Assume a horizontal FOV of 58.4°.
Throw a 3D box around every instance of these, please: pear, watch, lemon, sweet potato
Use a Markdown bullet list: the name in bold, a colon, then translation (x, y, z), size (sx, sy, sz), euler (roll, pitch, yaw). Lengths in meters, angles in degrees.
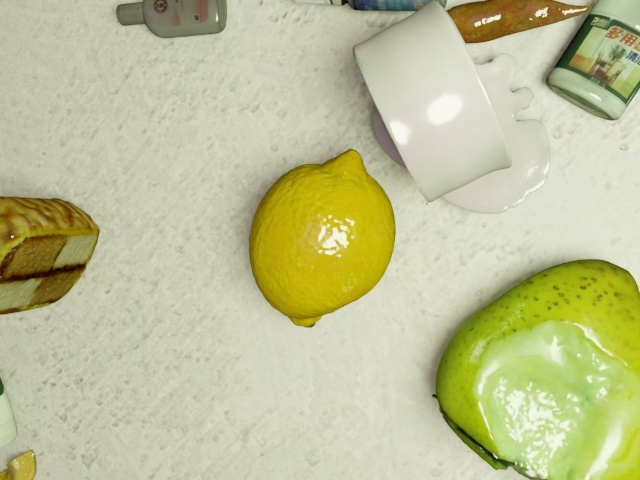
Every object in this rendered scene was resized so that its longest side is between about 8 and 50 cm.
- **pear**: translation (0.300, 0.153, 0.677), size (0.292, 0.159, 0.293), euler (0, 91, 14)
- **watch**: translation (0.156, -0.143, 0.654), size (0.196, 0.231, 0.244), euler (-27, 84, 12)
- **lemon**: translation (0.000, 0.000, 0.727), size (0.186, 0.187, 0.244), euler (24, 110, 12)
- **sweet potato**: translation (0.234, -0.277, 0.709), size (0.194, 0.056, 0.057), euler (-1, 94, 26)

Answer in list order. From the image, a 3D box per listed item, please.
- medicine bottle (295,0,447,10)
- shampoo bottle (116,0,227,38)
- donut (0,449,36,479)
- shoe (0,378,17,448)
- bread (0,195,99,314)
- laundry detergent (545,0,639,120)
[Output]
- **medicine bottle**: translation (0.063, -0.341, 0.739), size (0.203, 0.083, 0.084), euler (8, 96, 15)
- **shampoo bottle**: translation (-0.218, -0.337, 0.834), size (0.165, 0.040, 0.080), euler (0, 96, 14)
- **donut**: translation (-0.527, 0.395, 0.971), size (0.083, 0.038, 0.067), euler (-5, 96, 13)
- **shoe**: translation (-0.692, 0.276, 0.961), size (0.362, 0.132, 0.160), euler (-5, 93, 11)
- **bread**: translation (-0.431, 0.025, 0.825), size (0.096, 0.222, 0.182), euler (37, 98, 8)
- **laundry detergent**: translation (0.371, -0.261, 0.671), size (0.099, 0.070, 0.226), euler (36, 101, 20)
